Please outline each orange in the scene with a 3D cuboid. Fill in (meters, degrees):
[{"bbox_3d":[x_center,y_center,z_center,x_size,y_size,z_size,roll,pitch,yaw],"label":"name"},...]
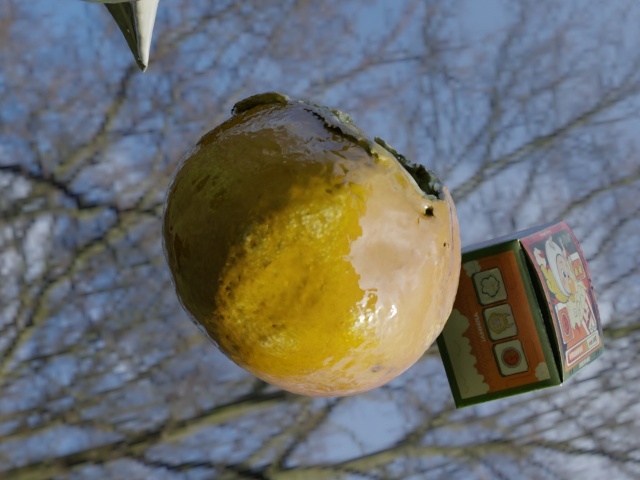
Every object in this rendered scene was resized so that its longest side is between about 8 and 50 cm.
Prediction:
[{"bbox_3d":[0.000,0.000,0.816,0.134,0.154,0.155,-39,-116,23],"label":"orange"}]

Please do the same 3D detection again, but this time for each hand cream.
[{"bbox_3d":[-0.166,-0.252,1.442,0.121,0.076,0.336,65,-15,8],"label":"hand cream"}]

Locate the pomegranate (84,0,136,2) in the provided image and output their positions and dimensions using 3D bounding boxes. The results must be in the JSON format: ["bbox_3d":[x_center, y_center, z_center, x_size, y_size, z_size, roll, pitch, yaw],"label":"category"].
[{"bbox_3d":[-0.168,-0.262,1.109,0.211,0.263,0.211,0,-90,60],"label":"pomegranate"}]

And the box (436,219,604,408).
[{"bbox_3d":[0.231,0.083,1.988,0.148,0.195,0.178,-17,-91,24],"label":"box"}]
